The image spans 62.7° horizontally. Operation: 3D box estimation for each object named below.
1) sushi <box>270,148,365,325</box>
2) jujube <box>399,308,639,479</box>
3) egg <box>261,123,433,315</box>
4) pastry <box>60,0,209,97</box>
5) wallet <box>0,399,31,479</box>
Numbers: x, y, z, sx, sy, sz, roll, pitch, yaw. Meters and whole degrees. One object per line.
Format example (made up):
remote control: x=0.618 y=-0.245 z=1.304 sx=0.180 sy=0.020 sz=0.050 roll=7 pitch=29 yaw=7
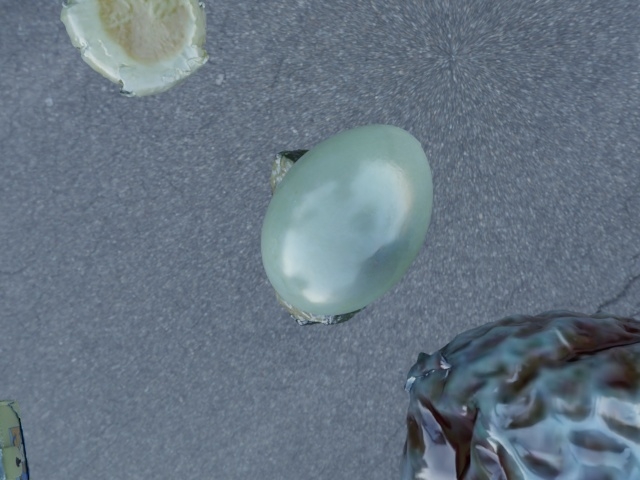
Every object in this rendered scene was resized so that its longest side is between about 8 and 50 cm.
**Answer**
sushi: x=0.000 y=0.000 z=1.008 sx=0.211 sy=0.171 sz=0.350 roll=11 pitch=113 yaw=38
jujube: x=0.213 y=0.158 z=0.369 sx=0.317 sy=0.226 sz=0.226 roll=11 pitch=113 yaw=-16
egg: x=0.020 y=-0.015 z=0.387 sx=0.114 sy=0.114 sz=0.152 roll=35 pitch=94 yaw=0
pastry: x=-0.209 y=-0.250 z=0.609 sx=0.166 sy=0.088 sz=0.166 roll=-5 pitch=102 yaw=-22
wallet: x=-0.398 y=0.283 z=0.669 sx=0.039 sy=0.110 sz=0.155 roll=-12 pitch=77 yaw=-21
